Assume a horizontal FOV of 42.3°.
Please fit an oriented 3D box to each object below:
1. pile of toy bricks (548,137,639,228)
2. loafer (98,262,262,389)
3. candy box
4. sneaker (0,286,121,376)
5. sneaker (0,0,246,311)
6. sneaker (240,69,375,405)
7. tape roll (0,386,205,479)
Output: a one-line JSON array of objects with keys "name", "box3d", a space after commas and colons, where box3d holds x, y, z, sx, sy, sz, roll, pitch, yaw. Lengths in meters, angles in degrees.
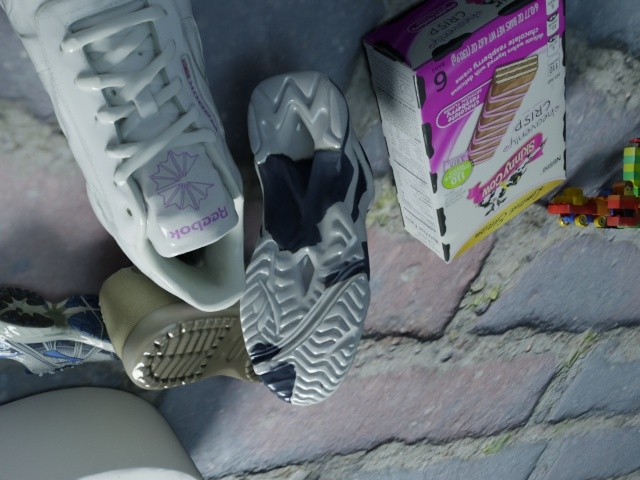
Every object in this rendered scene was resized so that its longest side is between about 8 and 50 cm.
[{"name": "pile of toy bricks", "box3d": [0.374, -0.066, 0.963, 0.212, 0.118, 0.105, 1, 90, -31]}, {"name": "loafer", "box3d": [-0.076, 0.057, 0.681, 0.102, 0.092, 0.268, -50, 156, 13]}, {"name": "candy box", "box3d": [0.138, -0.110, 0.734, 0.159, 0.071, 0.233, -35, 140, -14]}, {"name": "sneaker", "box3d": [-0.198, 0.074, 0.627, 0.135, 0.052, 0.058, 18, 120, -39]}, {"name": "sneaker", "box3d": [-0.098, -0.084, 0.492, 0.114, 0.152, 0.305, -28, 136, -16]}, {"name": "sneaker", "box3d": [0.000, 0.000, 0.634, 0.094, 0.234, 0.153, -9, 175, 14]}, {"name": "tape roll", "box3d": [-0.233, 0.265, 0.711, 0.286, 0.100, 0.286, -23, 135, -25]}]
